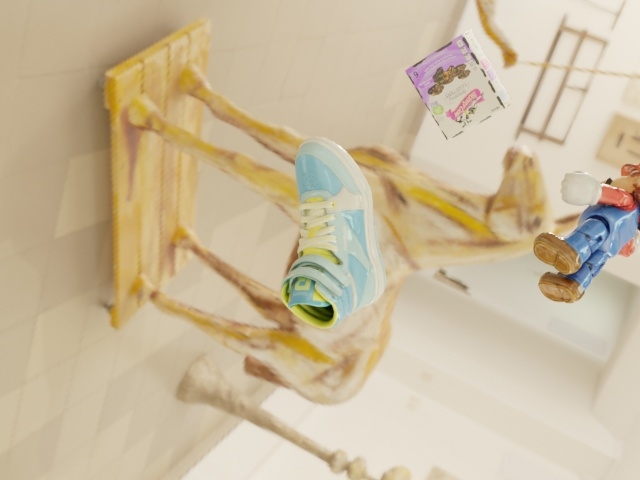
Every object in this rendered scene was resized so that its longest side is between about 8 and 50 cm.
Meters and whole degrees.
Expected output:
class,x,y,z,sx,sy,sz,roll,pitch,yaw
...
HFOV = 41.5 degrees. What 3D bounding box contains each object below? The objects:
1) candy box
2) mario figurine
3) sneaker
class,x,y,z,sx,sy,sz,roll,pitch,yaw
candy box,0.319,-0.356,1.951,0.164,0.196,0.070,-28,-173,34
mario figurine,0.470,-0.036,1.421,0.320,0.170,0.198,-35,165,-23
sneaker,0.000,0.000,1.409,0.208,0.127,0.319,-38,114,-49
